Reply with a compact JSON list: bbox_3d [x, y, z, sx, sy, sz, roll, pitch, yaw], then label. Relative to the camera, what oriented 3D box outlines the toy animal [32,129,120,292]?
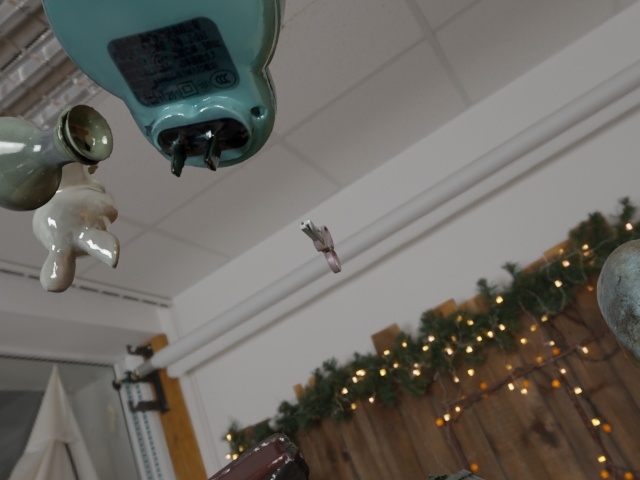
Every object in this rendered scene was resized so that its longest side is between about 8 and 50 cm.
[{"bbox_3d":[-0.584,-0.068,1.378,0.196,0.368,0.241,-27,-12,1],"label":"toy animal"}]

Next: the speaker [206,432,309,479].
[{"bbox_3d":[-0.097,0.313,0.494,0.259,0.198,0.329,-21,-53,20],"label":"speaker"}]

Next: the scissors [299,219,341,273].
[{"bbox_3d":[0.000,0.000,1.351,0.030,0.118,0.242,-21,-19,8],"label":"scissors"}]

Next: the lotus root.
[{"bbox_3d":[0.475,0.109,0.859,0.139,0.158,0.322,-4,23,19],"label":"lotus root"}]

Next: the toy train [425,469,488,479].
[{"bbox_3d":[0.153,0.335,0.608,0.178,0.139,0.330,7,-3,33],"label":"toy train"}]

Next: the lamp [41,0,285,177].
[{"bbox_3d":[-0.130,-0.194,0.555,0.209,0.147,0.284,-7,-65,14],"label":"lamp"}]

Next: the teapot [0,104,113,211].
[{"bbox_3d":[-0.515,-0.163,1.121,0.250,0.184,0.183,-16,-20,25],"label":"teapot"}]
